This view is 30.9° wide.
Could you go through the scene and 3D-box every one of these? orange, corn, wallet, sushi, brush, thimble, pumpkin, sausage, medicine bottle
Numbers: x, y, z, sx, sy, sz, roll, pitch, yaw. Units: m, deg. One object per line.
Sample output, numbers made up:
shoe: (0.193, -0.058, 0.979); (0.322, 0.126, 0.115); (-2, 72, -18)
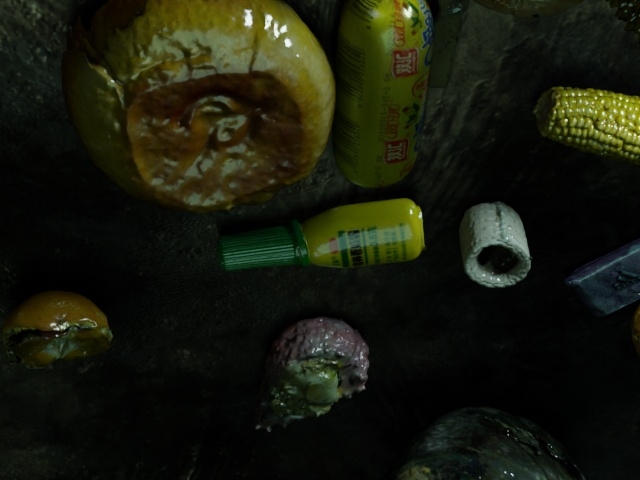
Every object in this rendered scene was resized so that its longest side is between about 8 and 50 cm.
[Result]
orange: (-0.411, 0.133, 1.792); (0.160, 0.112, 0.170); (-21, 167, 7)
corn: (0.450, -0.151, 1.606); (0.311, 0.101, 0.101); (12, 133, -17)
wallet: (0.489, 0.053, 1.868); (0.166, 0.030, 0.111); (-30, 126, 21)
sushi: (-0.037, 0.219, 1.929); (0.241, 0.107, 0.161); (-23, 130, 17)
brush: (0.158, -0.281, 1.458); (0.043, 0.036, 0.248); (-10, 148, -11)
thimble: (0.263, 0.006, 1.754); (0.102, 0.090, 0.115); (-6, 138, 5)
pumpkin: (0.297, 0.507, 2.007); (0.455, 0.454, 0.344); (21, 140, -25)
sausage: (0.079, -0.200, 1.497); (0.123, 0.123, 0.347); (-2, 137, -5)
medicine bottle: (0.000, 0.000, 1.728); (0.309, 0.076, 0.111); (-7, 128, 2)

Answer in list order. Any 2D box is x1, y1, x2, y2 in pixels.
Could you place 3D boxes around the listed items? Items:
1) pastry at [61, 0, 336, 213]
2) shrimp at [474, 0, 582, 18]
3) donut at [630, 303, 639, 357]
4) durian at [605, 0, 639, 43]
pastry: (-0.149, -0.185, 1.467); (0.356, 0.163, 0.356); (-2, 131, -3)
shrimp: (0.214, -0.348, 1.411); (0.267, 0.061, 0.145); (15, 141, -24)
donut: (0.613, 0.145, 1.846); (0.227, 0.226, 0.114); (-25, 132, 18)
durian: (0.431, -0.323, 1.299); (0.258, 0.293, 0.258); (-23, 148, -16)
